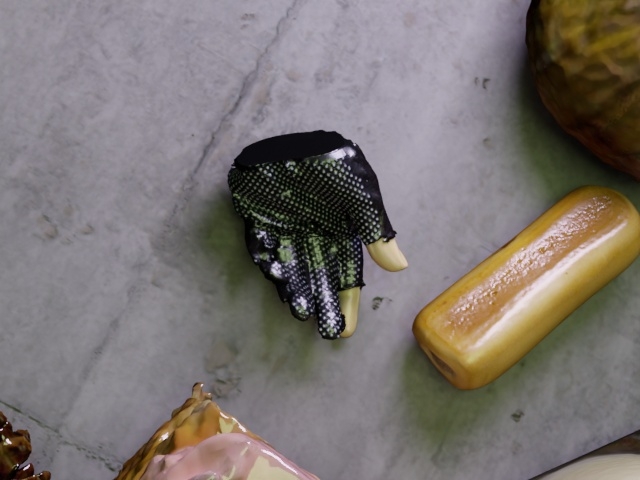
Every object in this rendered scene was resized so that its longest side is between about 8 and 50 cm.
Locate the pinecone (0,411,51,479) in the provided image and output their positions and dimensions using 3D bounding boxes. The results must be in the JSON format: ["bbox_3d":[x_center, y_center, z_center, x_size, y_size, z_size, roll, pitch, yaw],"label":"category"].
[{"bbox_3d":[-0.295,0.191,0.967,0.174,0.173,0.173,2,81,-13],"label":"pinecone"}]

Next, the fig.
[{"bbox_3d":[0.362,-0.203,1.083,0.286,0.369,0.286,3,82,-24],"label":"fig"}]

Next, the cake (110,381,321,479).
[{"bbox_3d":[-0.067,0.314,0.929,0.307,0.293,0.314,40,81,-2],"label":"cake"}]

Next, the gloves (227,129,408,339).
[{"bbox_3d":[-0.003,0.000,1.105,0.129,0.106,0.180,-19,114,-15],"label":"gloves"}]

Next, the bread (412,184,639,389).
[{"bbox_3d":[0.195,0.044,1.144,0.239,0.074,0.092,-36,51,-17],"label":"bread"}]

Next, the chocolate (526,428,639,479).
[{"bbox_3d":[0.292,0.321,1.000,0.326,0.297,0.314,-19,81,-15],"label":"chocolate"}]
